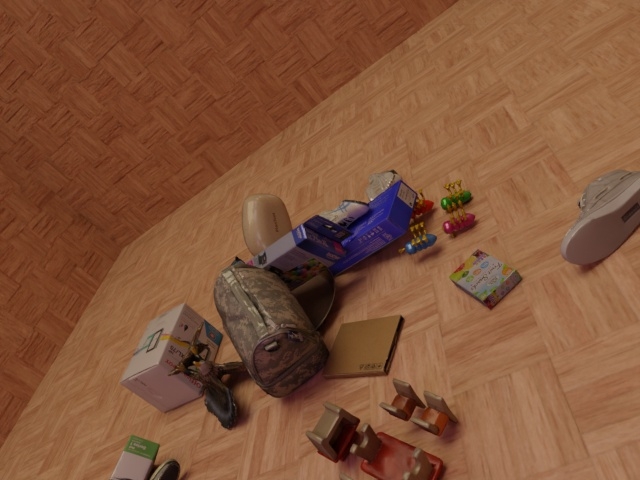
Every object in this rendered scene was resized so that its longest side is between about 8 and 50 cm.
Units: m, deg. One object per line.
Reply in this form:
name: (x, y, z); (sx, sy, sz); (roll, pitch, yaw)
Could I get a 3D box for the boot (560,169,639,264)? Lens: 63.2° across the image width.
boot: (0.570, -0.052, 1.068); (0.258, 0.095, 0.123); (-36, 19, -4)

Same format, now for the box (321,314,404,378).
box: (0.106, 0.267, 1.304); (0.201, 0.021, 0.164); (-18, 35, 42)

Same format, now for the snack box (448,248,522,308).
snack box: (0.371, 0.084, 1.184); (0.100, 0.037, 0.141); (-44, 26, 0)

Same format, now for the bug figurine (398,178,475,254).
bug figurine: (0.319, -0.062, 1.445); (0.216, 0.072, 0.279); (-24, 26, 23)

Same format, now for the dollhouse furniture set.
dollhouse furniture set: (0.109, 0.410, 1.002); (0.259, 0.135, 0.262); (9, 56, 45)

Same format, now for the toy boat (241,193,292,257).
toy boat: (-0.142, -0.024, 1.829); (0.148, 0.319, 0.267); (-25, 68, 46)

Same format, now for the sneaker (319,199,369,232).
sneaker: (0.069, -0.066, 1.568); (0.237, 0.085, 0.086); (-23, 59, 57)

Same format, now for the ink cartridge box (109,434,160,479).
ink cartridge box: (-0.537, 0.680, 1.437); (0.219, 0.093, 0.160); (-73, 7, -48)

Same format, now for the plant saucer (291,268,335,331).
plant saucer: (-0.080, 0.200, 1.580); (0.311, 0.050, 0.310); (-21, 44, 22)

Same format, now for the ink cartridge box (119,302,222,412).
ink cartridge box: (-0.496, 0.397, 1.762); (0.197, 0.198, 0.270); (-28, 30, 27)

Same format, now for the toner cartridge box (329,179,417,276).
toner cartridge box: (0.134, -0.029, 1.565); (0.348, 0.075, 0.165); (-35, 22, 47)

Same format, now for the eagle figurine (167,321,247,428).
eagle figurine: (-0.297, 0.399, 1.539); (0.299, 0.225, 0.226); (15, 100, 24)

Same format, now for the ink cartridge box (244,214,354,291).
ink cartridge box: (-0.065, 0.052, 1.480); (0.311, 0.186, 0.065); (-36, 54, 23)

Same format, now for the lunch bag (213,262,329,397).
lunch bag: (-0.143, 0.222, 1.355); (0.213, 0.256, 0.305); (-36, 48, -5)

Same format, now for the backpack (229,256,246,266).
backpack: (-0.314, 0.140, 2.005); (0.114, 0.105, 0.084); (-51, 25, -4)

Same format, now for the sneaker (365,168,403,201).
sneaker: (0.221, -0.178, 1.750); (0.115, 0.090, 0.232); (-27, 31, 24)

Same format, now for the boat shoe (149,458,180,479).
boat shoe: (-0.425, 0.689, 1.358); (0.074, 0.080, 0.223); (-2, 52, 47)
